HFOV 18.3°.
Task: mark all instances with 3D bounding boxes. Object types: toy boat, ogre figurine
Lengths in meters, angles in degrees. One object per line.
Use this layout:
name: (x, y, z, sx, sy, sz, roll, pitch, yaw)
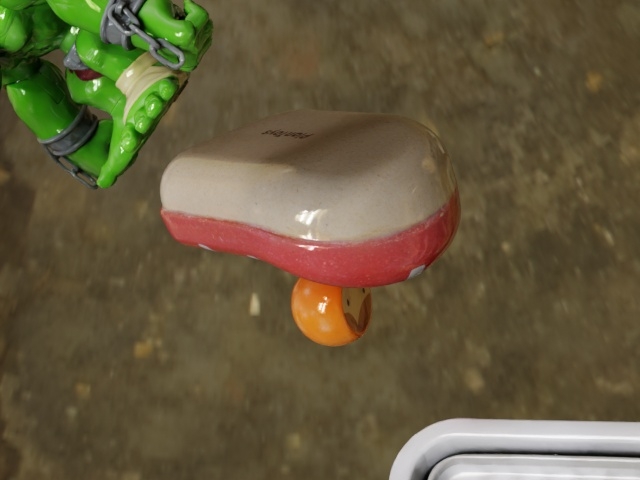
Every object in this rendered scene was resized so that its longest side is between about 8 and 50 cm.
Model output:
toy boat: (0.000, 0.000, 1.343, 0.151, 0.231, 0.151, -24, 107, -28)
ogre figurine: (-0.124, -0.093, 0.961, 0.118, 0.197, 0.097, 36, 87, -4)

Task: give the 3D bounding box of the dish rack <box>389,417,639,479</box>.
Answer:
dish rack: (0.203, 0.271, 1.444, 0.332, 0.286, 0.072, 0, 150, 19)
